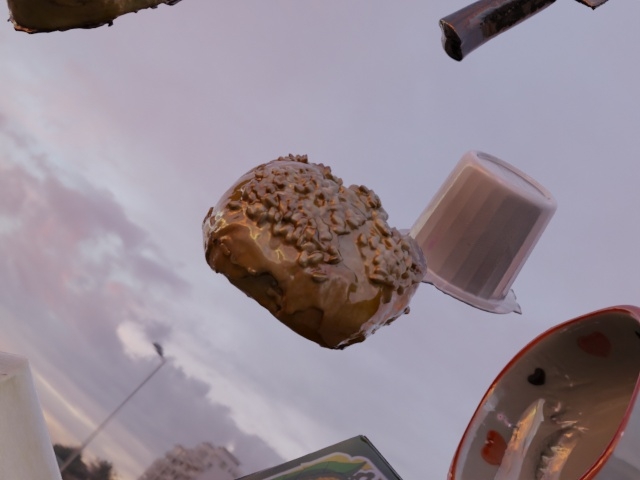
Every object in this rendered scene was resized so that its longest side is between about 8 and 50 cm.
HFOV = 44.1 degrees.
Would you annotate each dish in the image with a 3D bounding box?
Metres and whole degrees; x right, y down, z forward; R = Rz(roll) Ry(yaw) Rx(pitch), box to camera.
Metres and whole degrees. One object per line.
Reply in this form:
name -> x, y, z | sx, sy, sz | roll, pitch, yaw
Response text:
dish -> 0.242, 0.189, 0.723 | 0.117, 0.256, 0.256 | 40, -24, -7

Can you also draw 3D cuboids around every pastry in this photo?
pastry -> 0.000, 0.000, 0.906 | 0.255, 0.162, 0.311 | 29, 8, -5

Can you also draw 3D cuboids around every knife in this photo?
knife -> 0.188, -0.180, 0.531 | 0.060, 0.230, 0.028 | 56, -7, 47

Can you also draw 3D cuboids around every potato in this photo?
potato -> -0.331, -0.459, 1.098 | 0.237, 0.300, 0.289 | 83, -20, -45

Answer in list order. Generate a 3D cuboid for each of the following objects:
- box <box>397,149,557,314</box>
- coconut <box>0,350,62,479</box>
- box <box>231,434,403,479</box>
box -> 0.258, -0.032, 1.340 | 0.291, 0.206, 0.262 | 7, 29, -48
coconut -> -0.396, 0.218, 0.718 | 0.323, 0.323, 0.323 | 35, -26, 20
box -> -0.009, 0.440, 0.911 | 0.420, 0.372, 0.138 | 39, -45, 54
